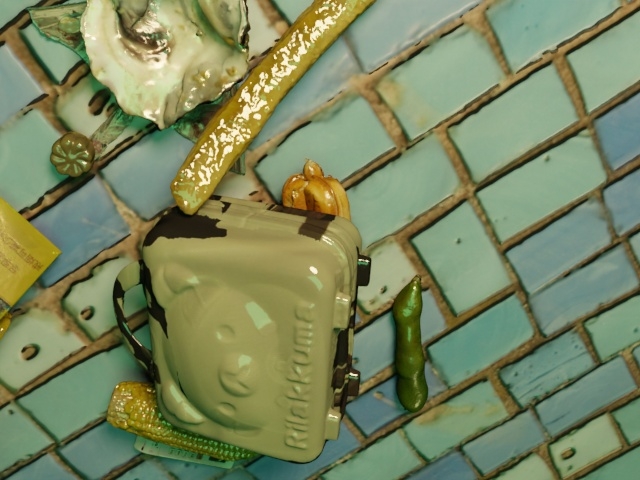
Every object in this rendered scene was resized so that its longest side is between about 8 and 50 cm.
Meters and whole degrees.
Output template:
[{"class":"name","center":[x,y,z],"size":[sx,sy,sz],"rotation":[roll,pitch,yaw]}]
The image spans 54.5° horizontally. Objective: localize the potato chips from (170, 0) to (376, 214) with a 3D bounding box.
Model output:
[{"class":"potato chips","center":[-0.051,-0.203,0.769],"size":[0.057,0.080,0.407],"rotation":[41,87,-22]}]

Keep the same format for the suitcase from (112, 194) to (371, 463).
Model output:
[{"class":"suitcase","center":[-0.119,0.118,0.833],"size":[0.339,0.194,0.351],"rotation":[12,119,15]}]

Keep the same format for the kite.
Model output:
[{"class":"kite","center":[-0.221,-0.195,0.806],"size":[0.335,0.011,0.314],"rotation":[39,103,-21]}]

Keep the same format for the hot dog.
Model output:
[{"class":"hot dog","center":[0.000,0.000,0.885],"size":[0.102,0.076,0.249],"rotation":[13,123,28]}]

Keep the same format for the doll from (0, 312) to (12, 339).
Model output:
[{"class":"doll","center":[-0.570,0.071,0.798],"size":[0.314,0.141,0.177],"rotation":[33,75,-28]}]

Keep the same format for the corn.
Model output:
[{"class":"corn","center":[-0.197,0.280,0.966],"size":[0.262,0.097,0.097],"rotation":[19,109,-19]}]

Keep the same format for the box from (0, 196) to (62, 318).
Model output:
[{"class":"box","center":[-0.472,0.063,0.765],"size":[0.041,0.279,0.153],"rotation":[-13,125,47]}]

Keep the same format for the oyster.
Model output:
[{"class":"oyster","center":[-0.185,-0.256,0.738],"size":[0.223,0.083,0.214],"rotation":[-35,106,18]}]

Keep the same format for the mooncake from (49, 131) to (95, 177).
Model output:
[{"class":"mooncake","center":[-0.304,-0.225,0.713],"size":[0.150,0.057,0.346],"rotation":[-18,135,-4]}]

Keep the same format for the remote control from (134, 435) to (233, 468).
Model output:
[{"class":"remote control","center":[-0.216,0.330,1.026],"size":[0.166,0.029,0.065],"rotation":[19,102,-20]}]

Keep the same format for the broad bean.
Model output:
[{"class":"broad bean","center":[0.145,0.176,1.005],"size":[0.053,0.052,0.256],"rotation":[-26,120,-43]}]
